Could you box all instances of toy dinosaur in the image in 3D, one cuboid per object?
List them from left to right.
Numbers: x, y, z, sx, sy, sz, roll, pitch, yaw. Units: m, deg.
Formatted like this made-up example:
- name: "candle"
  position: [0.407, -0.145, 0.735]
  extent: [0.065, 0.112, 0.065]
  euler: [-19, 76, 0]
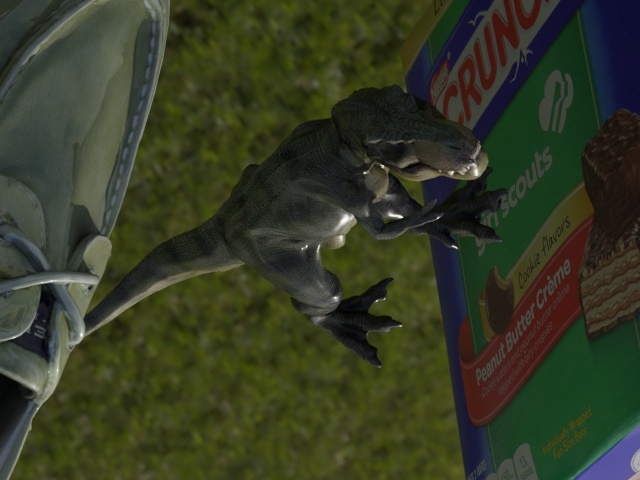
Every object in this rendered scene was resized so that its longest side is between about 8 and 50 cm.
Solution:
- name: "toy dinosaur"
  position: [0.000, 0.000, 0.777]
  extent: [0.118, 0.064, 0.268]
  euler: [16, 149, -32]

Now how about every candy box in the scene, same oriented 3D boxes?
- name: "candy box"
  position: [0.156, -0.032, 0.950]
  extent: [0.122, 0.317, 0.268]
  euler: [4, 152, -18]

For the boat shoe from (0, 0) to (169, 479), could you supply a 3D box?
- name: "boat shoe"
  position: [-0.120, 0.026, 0.630]
  extent: [0.109, 0.094, 0.302]
  euler: [35, 78, -49]
